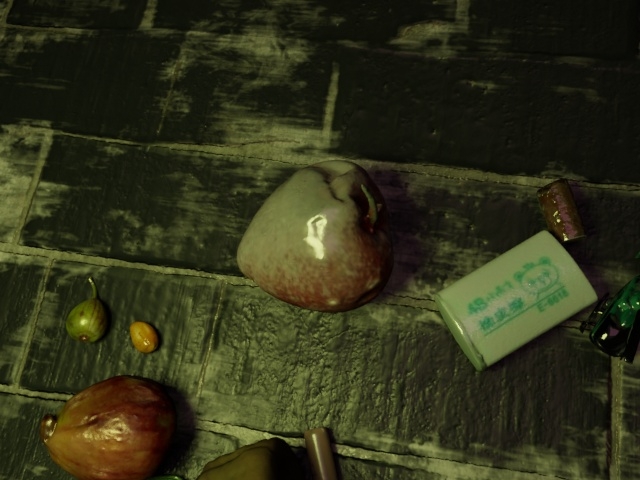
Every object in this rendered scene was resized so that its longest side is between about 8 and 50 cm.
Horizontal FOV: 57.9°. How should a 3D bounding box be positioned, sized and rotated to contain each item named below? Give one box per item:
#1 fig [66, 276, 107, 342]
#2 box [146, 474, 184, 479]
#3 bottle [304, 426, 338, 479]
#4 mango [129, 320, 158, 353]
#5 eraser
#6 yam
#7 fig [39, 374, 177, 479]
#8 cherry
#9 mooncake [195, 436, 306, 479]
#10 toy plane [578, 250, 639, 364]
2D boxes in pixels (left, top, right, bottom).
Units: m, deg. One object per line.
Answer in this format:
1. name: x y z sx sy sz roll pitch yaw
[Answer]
1. fig: -0.542 0.156 1.365 0.093 0.093 0.166 1 68 8
2. box: -0.393 0.649 1.139 0.253 0.178 0.328 -8 72 3
3. bottle: 0.003 0.465 1.210 0.053 0.053 0.140 -15 71 3
4. mango: -0.414 0.223 1.347 0.089 0.046 0.060 41 82 22
5. eraser: 0.411 0.127 1.239 0.290 0.104 0.189 -31 67 -3
6. yam: 0.539 -0.061 1.296 0.079 0.079 0.141 -14 72 3
7. fig: -0.424 0.390 1.198 0.263 0.224 0.223 -12 71 1
8. cherry: 0.000 -0.013 1.241 0.335 0.291 0.326 11 86 32
9. mooncake: -0.114 0.538 1.066 0.187 0.324 0.323 -21 71 6
10. toy plane: 0.657 0.115 1.187 0.106 0.155 0.382 39 64 18
